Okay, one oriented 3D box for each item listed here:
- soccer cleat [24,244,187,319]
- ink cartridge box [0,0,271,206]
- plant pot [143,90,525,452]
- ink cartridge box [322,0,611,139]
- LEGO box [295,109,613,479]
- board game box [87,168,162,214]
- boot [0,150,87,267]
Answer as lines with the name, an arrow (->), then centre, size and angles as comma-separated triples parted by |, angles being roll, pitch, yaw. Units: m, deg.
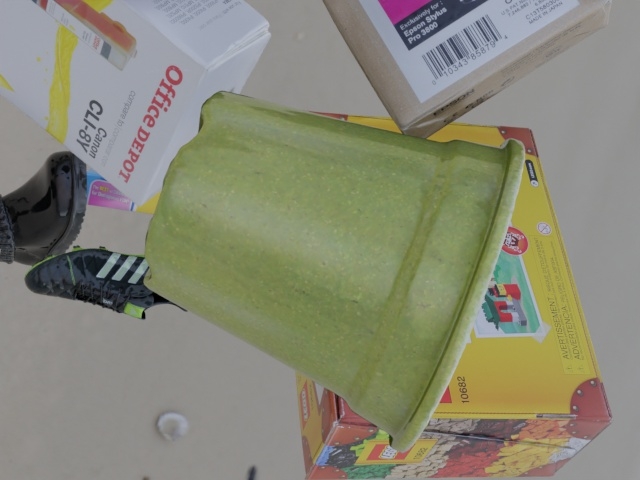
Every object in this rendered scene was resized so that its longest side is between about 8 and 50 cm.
soccer cleat -> -0.214, 0.046, 0.995 | 0.178, 0.060, 0.072 | -1, 52, -31
ink cartridge box -> -0.296, -0.275, 1.250 | 0.384, 0.279, 0.160 | 39, 44, 2
plant pot -> 0.000, 0.000, 0.803 | 0.276, 0.253, 0.276 | 22, 90, -88
ink cartridge box -> 0.137, -0.240, 0.957 | 0.193, 0.234, 0.088 | 60, 9, 11
LEGO box -> 0.151, 0.070, 1.371 | 0.372, 0.193, 0.501 | 3, 55, -13
board game box -> -0.310, -0.104, 1.978 | 0.242, 0.316, 0.064 | -87, -175, -77
boot -> -0.568, -0.049, 1.692 | 0.260, 0.348, 0.131 | 5, 53, -31
